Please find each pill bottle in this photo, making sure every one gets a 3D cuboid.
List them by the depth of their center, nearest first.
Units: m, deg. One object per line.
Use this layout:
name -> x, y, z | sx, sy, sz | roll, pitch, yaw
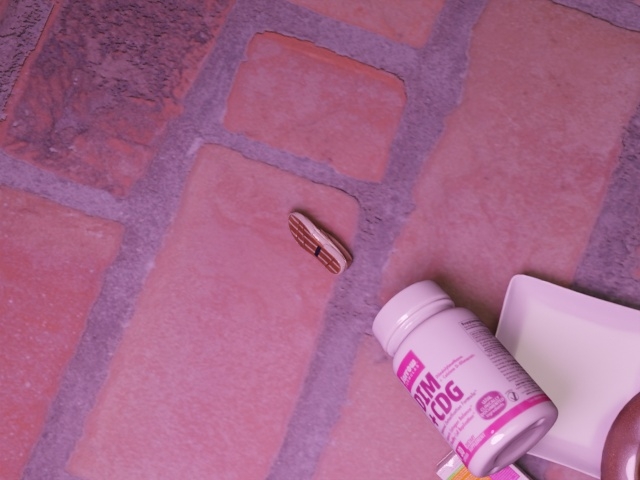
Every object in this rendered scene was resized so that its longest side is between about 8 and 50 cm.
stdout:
pill bottle -> 0.213, 0.205, 1.330 | 0.160, 0.160, 0.283 | -38, 60, -2

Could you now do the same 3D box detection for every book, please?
book -> 0.270, 0.383, 1.376 | 0.144, 0.035, 0.096 | 44, 102, 0

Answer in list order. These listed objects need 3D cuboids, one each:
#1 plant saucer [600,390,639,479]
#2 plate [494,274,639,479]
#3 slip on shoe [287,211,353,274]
plant saucer -> 0.592, 0.365, 1.338 | 0.311, 0.050, 0.310 | 0, 86, -6
plate -> 0.405, 0.224, 1.402 | 0.277, 0.045, 0.277 | 17, 84, 8
slip on shoe -> 0.000, 0.000, 1.470 | 0.135, 0.051, 0.041 | 43, 47, 17
